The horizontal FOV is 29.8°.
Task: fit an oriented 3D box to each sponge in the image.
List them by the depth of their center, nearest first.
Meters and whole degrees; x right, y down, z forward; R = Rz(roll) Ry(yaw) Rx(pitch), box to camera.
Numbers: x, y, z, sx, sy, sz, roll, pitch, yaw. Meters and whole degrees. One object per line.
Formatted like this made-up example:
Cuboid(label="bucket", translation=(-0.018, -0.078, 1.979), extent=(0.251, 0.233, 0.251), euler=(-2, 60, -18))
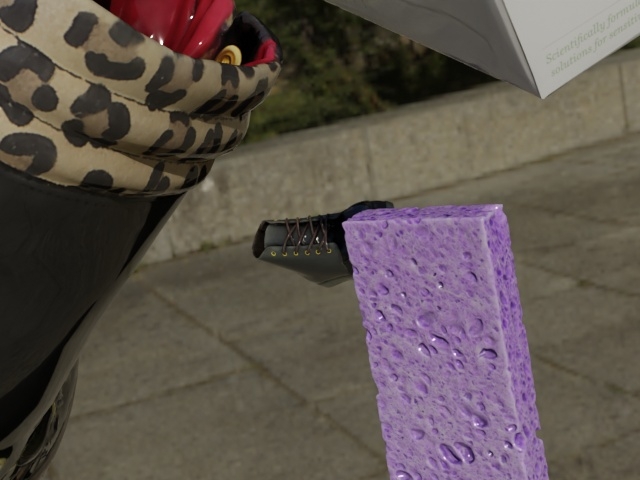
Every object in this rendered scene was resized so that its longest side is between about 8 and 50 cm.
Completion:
Cuboid(label="sponge", translation=(0.084, 0.080, 0.803), extent=(0.117, 0.210, 0.031), euler=(1, 18, 41))

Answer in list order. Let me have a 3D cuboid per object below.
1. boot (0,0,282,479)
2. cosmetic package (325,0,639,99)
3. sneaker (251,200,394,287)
Cuboid(label="boot", translation=(-0.133, -0.004, 0.519), extent=(0.284, 0.138, 0.377), euler=(-53, -1, 15))
Cuboid(label="cosmetic package", translation=(0.109, -0.248, 0.834), extent=(0.197, 0.155, 0.365), euler=(-32, 30, -7))
Cuboid(label="sneaker", translation=(0.000, 0.000, 1.490), extent=(0.118, 0.083, 0.222), euler=(16, -26, -21))
